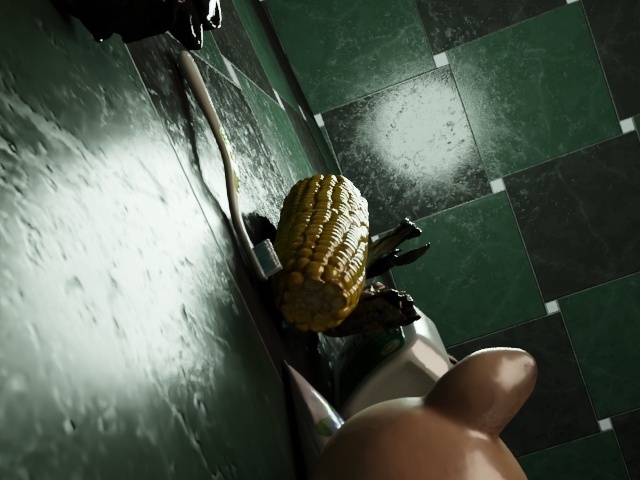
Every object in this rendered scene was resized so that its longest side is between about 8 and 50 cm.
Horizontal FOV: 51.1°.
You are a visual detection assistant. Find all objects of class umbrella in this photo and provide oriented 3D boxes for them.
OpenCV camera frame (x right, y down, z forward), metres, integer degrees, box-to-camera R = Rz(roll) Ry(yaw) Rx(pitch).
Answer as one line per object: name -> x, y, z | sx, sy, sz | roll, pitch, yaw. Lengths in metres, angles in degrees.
umbrella -> -0.134, -0.239, 0.512 | 0.122, 0.110, 0.272 | 49, 16, -37

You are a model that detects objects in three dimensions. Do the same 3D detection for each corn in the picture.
corn -> 0.000, 0.000, 0.703 | 0.106, 0.106, 0.305 | 63, 11, -14

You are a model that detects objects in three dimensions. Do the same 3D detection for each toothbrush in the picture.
toothbrush -> -0.093, -0.077, 0.619 | 0.263, 0.026, 0.022 | 65, 6, 24

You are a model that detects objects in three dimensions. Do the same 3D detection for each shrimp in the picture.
shrimp -> 0.067, 0.043, 0.697 | 0.046, 0.152, 0.219 | 44, -15, -11

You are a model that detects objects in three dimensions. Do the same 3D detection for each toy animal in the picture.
toy animal -> 0.078, 0.199, 0.378 | 0.248, 0.149, 0.165 | 60, 34, -28

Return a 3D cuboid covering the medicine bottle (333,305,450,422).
medicine bottle -> 0.068, 0.122, 0.694 | 0.069, 0.119, 0.183 | 40, 12, -9

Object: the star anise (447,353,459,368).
star anise -> 0.120, 0.215, 0.754 | 0.236, 0.092, 0.229 | -48, 140, -72

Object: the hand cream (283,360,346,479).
hand cream -> 0.009, 0.152, 0.499 | 0.084, 0.053, 0.142 | 61, -2, -23
